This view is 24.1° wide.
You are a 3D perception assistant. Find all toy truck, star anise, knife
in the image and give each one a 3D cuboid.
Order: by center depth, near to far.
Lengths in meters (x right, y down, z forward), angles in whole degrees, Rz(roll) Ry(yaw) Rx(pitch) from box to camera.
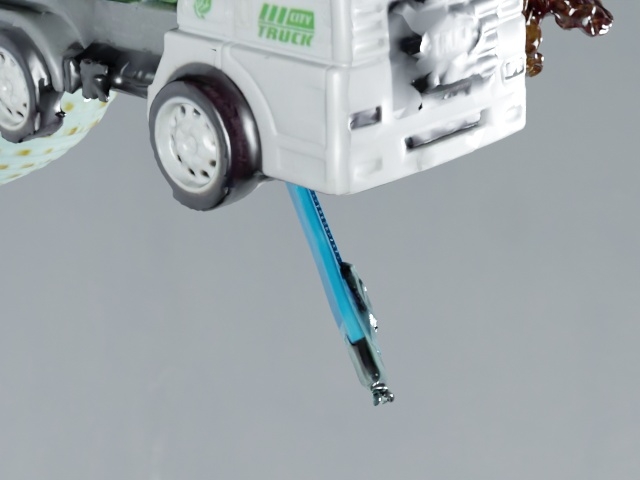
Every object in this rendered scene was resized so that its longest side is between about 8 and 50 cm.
[{"bbox_3d":[-0.051,-0.094,0.467,0.101,0.242,0.125,-21,120,-42],"label":"toy truck"},{"bbox_3d":[0.002,-0.001,1.060,0.044,0.026,0.296,42,22,-51],"label":"knife"},{"bbox_3d":[0.203,-0.270,1.497,0.220,0.190,0.126,46,22,-18],"label":"star anise"}]

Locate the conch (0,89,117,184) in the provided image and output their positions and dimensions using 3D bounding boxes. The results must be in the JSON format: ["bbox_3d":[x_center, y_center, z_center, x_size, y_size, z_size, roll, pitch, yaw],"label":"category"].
[{"bbox_3d":[-0.177,-0.123,0.903,0.131,0.172,0.200,-12,126,-31],"label":"conch"}]
